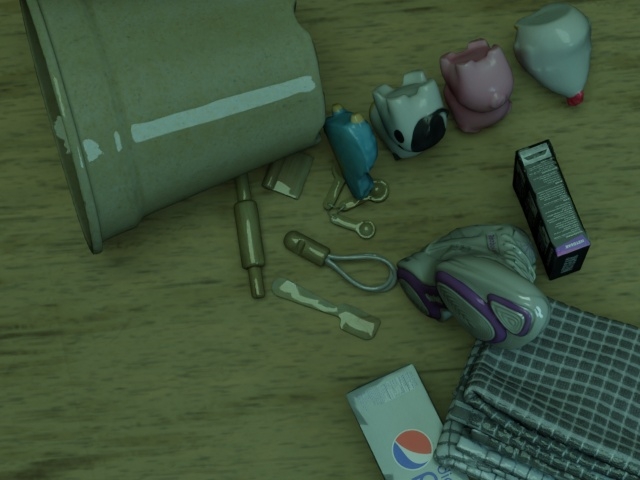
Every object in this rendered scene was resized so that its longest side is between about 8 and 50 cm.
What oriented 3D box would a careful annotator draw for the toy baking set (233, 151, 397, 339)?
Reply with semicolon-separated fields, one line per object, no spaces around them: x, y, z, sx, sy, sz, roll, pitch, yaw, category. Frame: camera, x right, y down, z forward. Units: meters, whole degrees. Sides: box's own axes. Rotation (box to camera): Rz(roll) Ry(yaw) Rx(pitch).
-0.007;-0.001;1.891;0.197;0.030;0.256;-5;78;3;toy baking set

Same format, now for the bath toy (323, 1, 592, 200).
0.179;-0.172;1.867;0.348;0.151;0.129;-25;113;-5;bath toy

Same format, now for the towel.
0.296;0.187;1.738;0.284;0.121;0.235;22;45;9;towel

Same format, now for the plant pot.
-0.169;-0.183;1.818;0.305;0.334;0.333;-16;78;-11;plant pot

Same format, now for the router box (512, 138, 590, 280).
0.271;-0.033;1.803;0.046;0.179;0.133;-20;79;2;router box

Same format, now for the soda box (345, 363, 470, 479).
0.131;0.292;1.787;0.091;0.098;0.286;-26;77;0;soda box

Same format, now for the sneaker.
0.194;0.032;1.745;0.152;0.305;0.114;-35;108;-11;sneaker
